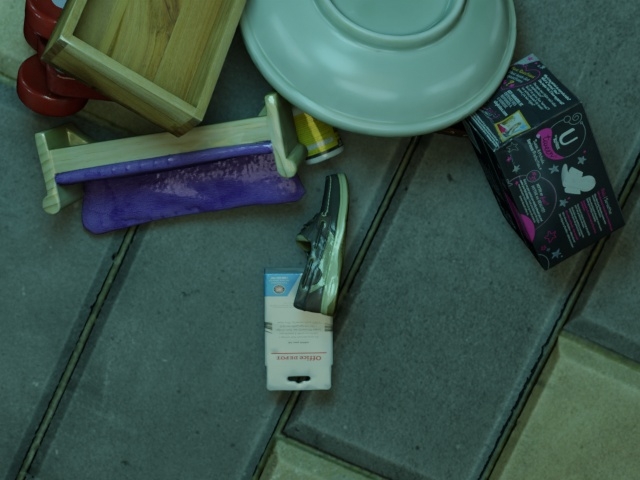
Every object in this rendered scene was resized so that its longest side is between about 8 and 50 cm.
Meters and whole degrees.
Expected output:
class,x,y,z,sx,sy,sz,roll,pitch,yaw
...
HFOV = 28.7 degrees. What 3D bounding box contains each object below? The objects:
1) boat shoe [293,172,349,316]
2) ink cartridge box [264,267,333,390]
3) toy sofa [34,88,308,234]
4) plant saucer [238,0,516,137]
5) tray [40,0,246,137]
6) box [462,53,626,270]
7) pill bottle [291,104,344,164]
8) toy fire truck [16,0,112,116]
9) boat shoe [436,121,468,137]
class,x,y,z,sx,sy,sz,roll,pitch,yaw
boat shoe,0.000,0.001,1.841,0.074,0.080,0.223,6,70,-3
ink cartridge box,-0.035,0.133,1.902,0.104,0.060,0.180,0,98,-4
toy sofa,-0.205,-0.104,1.783,0.363,0.150,0.177,-8,101,7
plant saucer,0.087,-0.337,1.722,0.401,0.100,0.400,4,66,-9
tray,-0.194,-0.358,1.634,0.203,0.076,0.410,29,61,-23
box,0.315,-0.114,1.793,0.142,0.163,0.247,-29,128,1
pill bottle,-0.014,-0.176,1.854,0.065,0.065,0.116,-22,100,0
toy fire truck,-0.279,-0.296,1.730,0.254,0.302,0.169,7,137,-14
boat shoe,0.238,-0.183,1.867,0.207,0.073,0.073,1,98,-5
